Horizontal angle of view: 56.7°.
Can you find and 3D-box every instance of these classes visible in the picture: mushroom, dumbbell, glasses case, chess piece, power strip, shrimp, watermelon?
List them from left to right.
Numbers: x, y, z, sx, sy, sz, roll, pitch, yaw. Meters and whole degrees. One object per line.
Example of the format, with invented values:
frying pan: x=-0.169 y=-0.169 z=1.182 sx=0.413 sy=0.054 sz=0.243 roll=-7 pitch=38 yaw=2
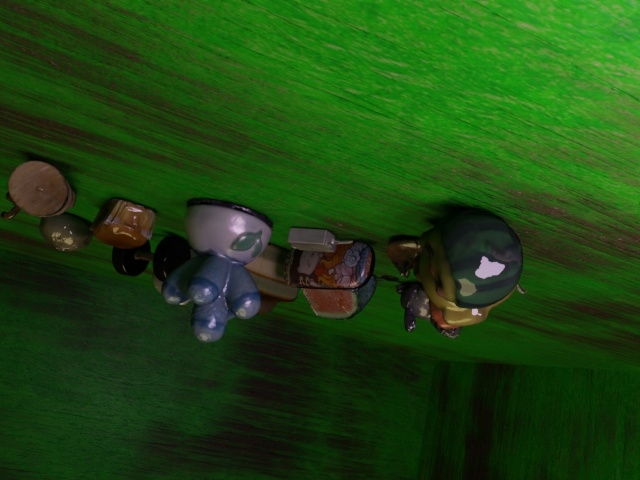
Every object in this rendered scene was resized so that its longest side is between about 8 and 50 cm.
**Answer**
mushroom: x=-0.890 y=-0.111 z=1.738 sx=0.130 sy=0.072 sz=0.088 roll=-25 pitch=173 yaw=9
chess piece: x=-0.690 y=-0.121 z=1.506 sx=0.137 sy=0.137 sz=0.301 roll=16 pitch=176 yaw=-15
dumbbell: x=-0.556 y=0.054 z=1.953 sx=0.218 sy=0.152 sz=0.152 roll=7 pitch=165 yaw=19
power strip: x=0.000 y=0.000 z=1.498 sx=0.175 sy=0.042 sz=0.075 roll=4 pitch=164 yaw=26
glasses case: x=0.015 y=0.067 z=1.580 sx=0.082 sy=0.122 sz=0.321 roll=23 pitch=163 yaw=-40
watermelon: x=0.050 y=0.170 z=1.930 sx=0.226 sy=0.148 sz=0.318 roll=24 pitch=163 yaw=-11
shrimp: x=0.237 y=0.049 z=1.471 sx=0.144 sy=0.052 sz=0.251 roll=7 pitch=164 yaw=10

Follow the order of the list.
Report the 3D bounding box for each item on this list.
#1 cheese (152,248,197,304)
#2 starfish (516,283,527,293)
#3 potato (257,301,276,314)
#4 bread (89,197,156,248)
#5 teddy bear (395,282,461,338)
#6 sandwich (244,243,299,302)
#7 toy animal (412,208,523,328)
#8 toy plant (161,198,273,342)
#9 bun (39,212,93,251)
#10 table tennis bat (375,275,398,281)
cheese: x=-0.501 y=0.118 z=2.087 sx=0.154 sy=0.198 sz=0.189 roll=31 pitch=163 yaw=-31
starfish: x=0.379 y=0.060 z=1.391 sx=0.208 sy=0.053 sz=0.176 roll=34 pitch=166 yaw=-29
potato: x=-0.306 y=0.225 z=2.421 sx=0.263 sy=0.164 sz=0.165 roll=3 pitch=164 yaw=11
bread: x=-0.564 y=-0.042 z=1.689 sx=0.136 sy=0.107 sz=0.241 roll=24 pitch=162 yaw=-29
teddy bear: x=0.337 y=0.209 z=1.797 sx=0.251 sy=0.171 sz=0.144 roll=16 pitch=146 yaw=8
sandwich: x=-0.201 y=0.094 z=1.800 sx=0.227 sy=0.155 sz=0.198 roll=24 pitch=162 yaw=-37
toy animal: x=0.295 y=0.051 z=1.170 sx=0.191 sy=0.216 sz=0.338 roll=-15 pitch=161 yaw=-2
toy plant: x=-0.257 y=0.087 z=1.472 sx=0.247 sy=0.332 sz=0.247 roll=10 pitch=164 yaw=3
bun: x=-0.852 y=-0.022 z=1.986 sx=0.173 sy=0.113 sz=0.167 roll=24 pitch=162 yaw=-31
table tennis bat: x=0.208 y=0.120 z=1.858 sx=0.050 sy=0.007 sz=0.083 roll=24 pitch=160 yaw=-38
